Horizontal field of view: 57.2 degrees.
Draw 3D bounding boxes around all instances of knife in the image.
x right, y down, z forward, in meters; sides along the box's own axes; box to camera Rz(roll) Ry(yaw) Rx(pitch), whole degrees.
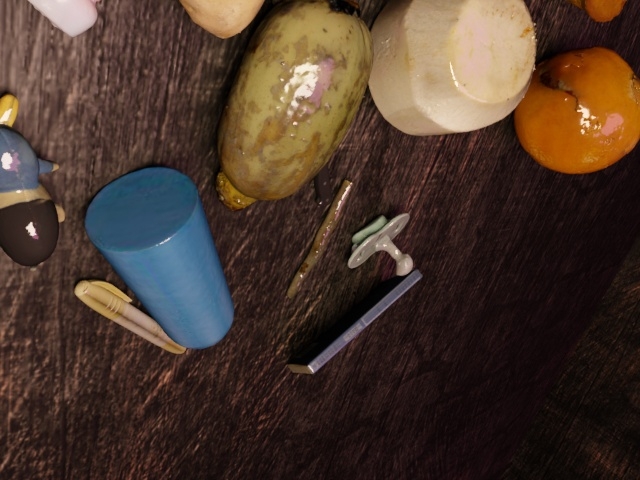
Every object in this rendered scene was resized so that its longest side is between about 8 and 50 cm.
[{"bbox_3d":[-0.024,-0.139,0.875,0.072,0.019,0.245,-31,136,-20],"label":"knife"}]

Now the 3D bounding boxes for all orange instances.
[{"bbox_3d":[0.506,-0.253,1.150,0.246,0.246,0.246,-27,137,-29],"label":"orange"}]

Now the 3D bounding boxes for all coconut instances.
[{"bbox_3d":[0.179,-0.261,0.834,0.241,0.241,0.241,-27,137,-29],"label":"coconut"}]

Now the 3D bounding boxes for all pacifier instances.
[{"bbox_3d":[0.120,0.019,1.079,0.150,0.117,0.127,-35,165,-27],"label":"pacifier"}]

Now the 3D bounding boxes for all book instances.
[{"bbox_3d":[0.060,0.155,1.107,0.269,0.025,0.191,-38,180,-18],"label":"book"}]

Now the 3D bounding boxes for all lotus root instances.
[{"bbox_3d":[-0.040,-0.161,0.737,0.173,0.173,0.309,-1,128,-46],"label":"lotus root"}]

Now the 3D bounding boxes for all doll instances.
[{"bbox_3d":[-0.311,-0.053,0.591,0.102,0.088,0.180,-20,109,-36],"label":"doll"}]

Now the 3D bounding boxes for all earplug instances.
[{"bbox_3d":[-0.186,0.048,0.769,0.132,0.132,0.273,-37,144,-20],"label":"earplug"}]

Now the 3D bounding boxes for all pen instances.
[{"bbox_3d":[-0.255,0.109,0.821,0.040,0.032,0.233,-67,149,-20],"label":"pen"}]

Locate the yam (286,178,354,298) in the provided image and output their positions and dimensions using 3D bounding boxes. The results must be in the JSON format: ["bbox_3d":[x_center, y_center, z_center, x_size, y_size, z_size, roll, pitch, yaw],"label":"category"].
[{"bbox_3d":[-0.001,0.000,1.007,0.027,0.029,0.234,21,107,-24],"label":"yam"}]

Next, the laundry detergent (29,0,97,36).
[{"bbox_3d":[-0.135,-0.325,0.512,0.335,0.159,0.088,-49,-173,-1],"label":"laundry detergent"}]

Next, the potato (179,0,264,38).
[{"bbox_3d":[-0.100,-0.288,0.600,0.112,0.112,0.147,3,109,-48],"label":"potato"}]

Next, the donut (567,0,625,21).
[{"bbox_3d":[0.514,-0.550,1.032,0.302,0.110,0.303,-29,137,-31],"label":"donut"}]
